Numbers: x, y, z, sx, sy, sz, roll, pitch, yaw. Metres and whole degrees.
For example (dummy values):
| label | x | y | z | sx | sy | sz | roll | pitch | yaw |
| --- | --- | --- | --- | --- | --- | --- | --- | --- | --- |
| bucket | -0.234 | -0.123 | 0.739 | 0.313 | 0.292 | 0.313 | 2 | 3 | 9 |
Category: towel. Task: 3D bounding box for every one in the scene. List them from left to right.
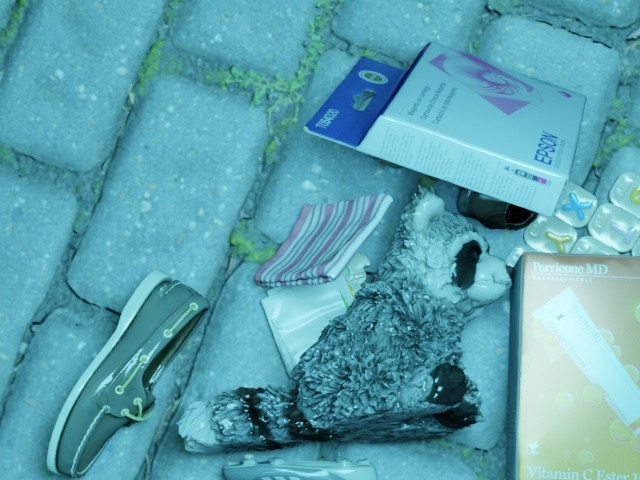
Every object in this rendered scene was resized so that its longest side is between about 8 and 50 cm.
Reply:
| label | x | y | z | sx | sy | sz | roll | pitch | yaw |
| --- | --- | --- | --- | --- | --- | --- | --- | --- | --- |
| towel | 0.000 | 0.000 | 1.568 | 0.029 | 0.197 | 0.144 | 45 | 64 | -21 |

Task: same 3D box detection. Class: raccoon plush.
| label | x | y | z | sx | sy | sz | roll | pitch | yaw |
| --- | --- | --- | --- | --- | --- | --- | --- | --- | --- |
| raccoon plush | 0.029 | 0.098 | 1.524 | 0.447 | 0.216 | 0.299 | -3 | 68 | -5 |

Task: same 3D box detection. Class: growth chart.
| label | x | y | z | sx | sy | sz | roll | pitch | yaw |
| --- | --- | --- | --- | --- | --- | --- | --- | --- | --- |
| growth chart | 0.009 | 0.119 | 1.627 | 0.172 | 0.021 | 0.237 | -16 | 76 | -3 |

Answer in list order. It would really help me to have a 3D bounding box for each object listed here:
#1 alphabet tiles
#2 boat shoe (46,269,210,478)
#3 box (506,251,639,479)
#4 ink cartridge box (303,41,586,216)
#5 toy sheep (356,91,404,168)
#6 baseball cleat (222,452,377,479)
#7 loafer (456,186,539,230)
| label | x | y | z | sx | sy | sz | roll | pitch | yaw |
| --- | --- | --- | --- | --- | --- | --- | --- | --- | --- |
| alphabet tiles | 0.409 | 0.047 | 1.632 | 0.278 | 0.021 | 0.284 | 33 | 79 | 9 |
| boat shoe | -0.256 | 0.187 | 1.574 | 0.091 | 0.109 | 0.305 | 26 | 75 | 13 |
| box | 0.352 | 0.197 | 1.505 | 0.215 | 0.168 | 0.345 | 2 | 81 | 5 |
| ink cartridge box | 0.178 | -0.171 | 1.558 | 0.330 | 0.324 | 0.071 | 21 | 119 | 6 |
| toy sheep | 0.091 | -0.162 | 1.661 | 0.091 | 0.091 | 0.132 | -20 | 75 | -3 |
| baseball cleat | -0.028 | 0.335 | 1.551 | 0.206 | 0.072 | 0.109 | -1 | 83 | 6 |
| loafer | 0.254 | -0.044 | 1.564 | 0.078 | 0.220 | 0.080 | 19 | 100 | 29 |
